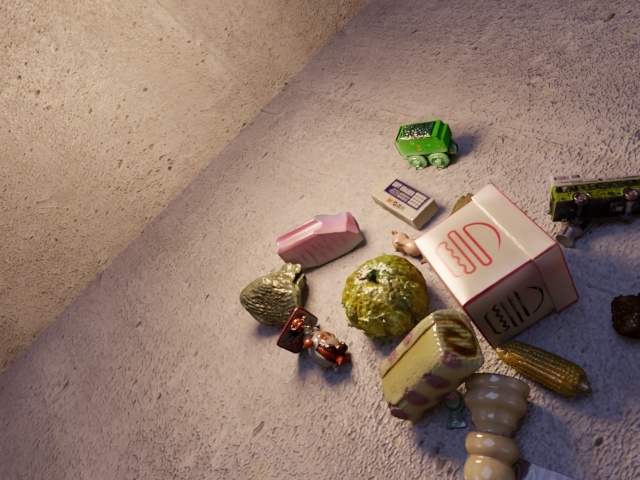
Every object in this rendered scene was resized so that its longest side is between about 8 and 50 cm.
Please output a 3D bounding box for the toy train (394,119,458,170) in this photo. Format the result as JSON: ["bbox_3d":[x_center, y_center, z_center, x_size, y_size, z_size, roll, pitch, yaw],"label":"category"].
[{"bbox_3d":[0.438,-0.398,2.015,0.243,0.188,0.132,1,56,35],"label":"toy train"}]

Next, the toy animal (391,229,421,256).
[{"bbox_3d":[0.328,0.016,1.821,0.089,0.083,0.150,-42,52,-21],"label":"toy animal"}]

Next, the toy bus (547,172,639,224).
[{"bbox_3d":[0.863,-0.136,1.494,0.302,0.113,0.139,-4,46,12],"label":"toy bus"}]

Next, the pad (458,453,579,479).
[{"bbox_3d":[0.488,0.647,1.211,0.300,0.005,0.202,8,60,40],"label":"pad"}]

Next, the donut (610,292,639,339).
[{"bbox_3d":[0.873,0.201,1.248,0.187,0.144,0.126,15,67,9],"label":"donut"}]

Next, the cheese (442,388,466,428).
[{"bbox_3d":[0.387,0.481,1.412,0.067,0.026,0.120,-16,47,25],"label":"cheese"}]

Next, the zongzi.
[{"bbox_3d":[0.466,-0.034,1.753,0.256,0.115,0.228,-27,39,30],"label":"zongzi"}]

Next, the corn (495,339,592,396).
[{"bbox_3d":[0.603,0.343,1.324,0.097,0.097,0.262,-51,40,-12],"label":"corn"}]

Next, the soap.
[{"bbox_3d":[0.000,0.000,1.984,0.324,0.193,0.109,-27,45,13],"label":"soap"}]

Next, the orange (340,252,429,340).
[{"bbox_3d":[0.209,0.179,1.652,0.301,0.223,0.300,-16,47,21],"label":"orange"}]

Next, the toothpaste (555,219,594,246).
[{"bbox_3d":[0.845,-0.094,1.566,0.096,0.061,0.266,22,63,44],"label":"toothpaste"}]

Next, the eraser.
[{"bbox_3d":[0.333,-0.158,1.961,0.124,0.081,0.279,-44,42,-4],"label":"eraser"}]

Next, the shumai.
[{"bbox_3d":[-0.176,0.212,1.946,0.261,0.225,0.222,-13,22,15],"label":"shumai"}]

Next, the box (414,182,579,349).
[{"bbox_3d":[0.517,0.082,1.451,0.300,0.314,0.312,-37,42,8],"label":"box"}]

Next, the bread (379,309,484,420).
[{"bbox_3d":[0.306,0.356,1.374,0.187,0.155,0.338,-98,26,-43],"label":"bread"}]

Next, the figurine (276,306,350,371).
[{"bbox_3d":[0.001,0.367,1.698,0.226,0.183,0.160,26,81,33],"label":"figurine"}]

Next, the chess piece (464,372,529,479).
[{"bbox_3d":[0.448,0.511,1.259,0.167,0.167,0.299,-5,57,33],"label":"chess piece"}]
